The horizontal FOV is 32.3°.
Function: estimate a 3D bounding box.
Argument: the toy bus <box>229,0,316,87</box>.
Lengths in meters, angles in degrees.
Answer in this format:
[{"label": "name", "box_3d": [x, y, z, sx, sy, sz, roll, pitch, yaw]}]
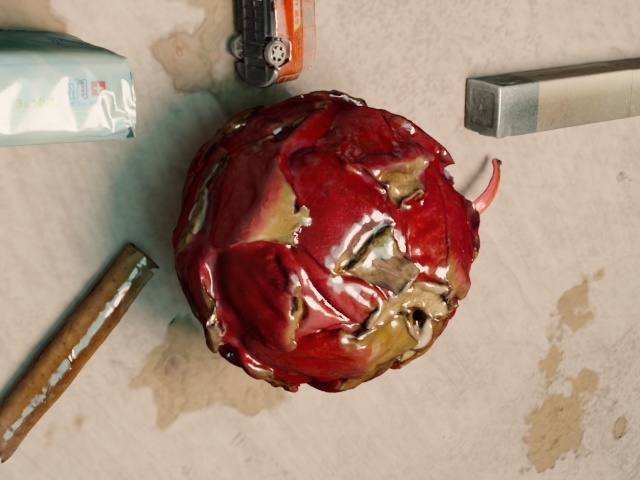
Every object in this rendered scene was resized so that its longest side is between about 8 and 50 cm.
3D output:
[{"label": "toy bus", "box_3d": [-0.048, -0.250, 1.154, 0.077, 0.079, 0.174, -19, 115, -37]}]

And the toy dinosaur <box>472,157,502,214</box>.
[{"label": "toy dinosaur", "box_3d": [0.132, 0.022, 1.371, 0.286, 0.070, 0.139, -33, 131, -23]}]

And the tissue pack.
[{"label": "tissue pack", "box_3d": [-0.312, -0.135, 0.960, 0.263, 0.177, 0.089, -4, 108, -31]}]

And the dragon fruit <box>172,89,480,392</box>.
[{"label": "dragon fruit", "box_3d": [-0.001, 0.003, 1.127, 0.329, 0.329, 0.329, -11, 111, -29]}]

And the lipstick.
[{"label": "lipstick", "box_3d": [0.331, -0.187, 1.416, 0.317, 0.066, 0.068, -11, 111, -29]}]

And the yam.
[{"label": "yam", "box_3d": [-0.263, 0.117, 1.154, 0.046, 0.046, 0.264, 43, 80, -34]}]
